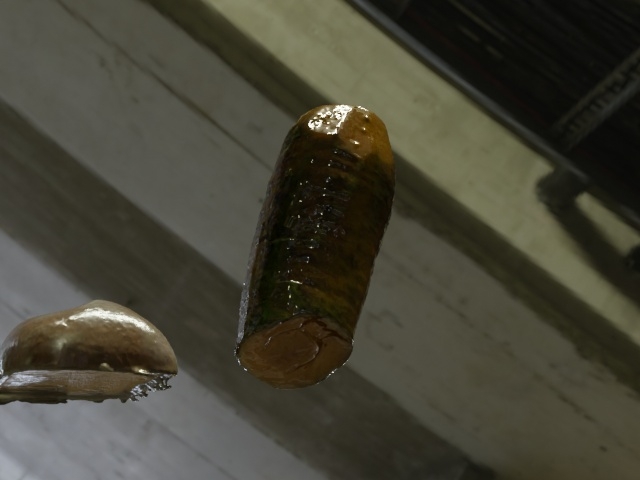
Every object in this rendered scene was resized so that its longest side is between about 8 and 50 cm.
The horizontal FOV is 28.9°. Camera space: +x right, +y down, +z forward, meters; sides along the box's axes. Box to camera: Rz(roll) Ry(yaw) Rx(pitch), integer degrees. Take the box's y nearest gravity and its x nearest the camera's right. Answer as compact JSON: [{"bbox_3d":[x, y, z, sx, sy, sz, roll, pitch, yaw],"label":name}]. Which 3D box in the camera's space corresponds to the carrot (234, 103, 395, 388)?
[{"bbox_3d":[0.000,0.000,0.754,0.082,0.173,0.082,8,-28,4],"label":"carrot"}]

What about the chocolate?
[{"bbox_3d":[-0.235,0.107,1.192,0.161,0.083,0.261,5,-16,-24],"label":"chocolate"}]
